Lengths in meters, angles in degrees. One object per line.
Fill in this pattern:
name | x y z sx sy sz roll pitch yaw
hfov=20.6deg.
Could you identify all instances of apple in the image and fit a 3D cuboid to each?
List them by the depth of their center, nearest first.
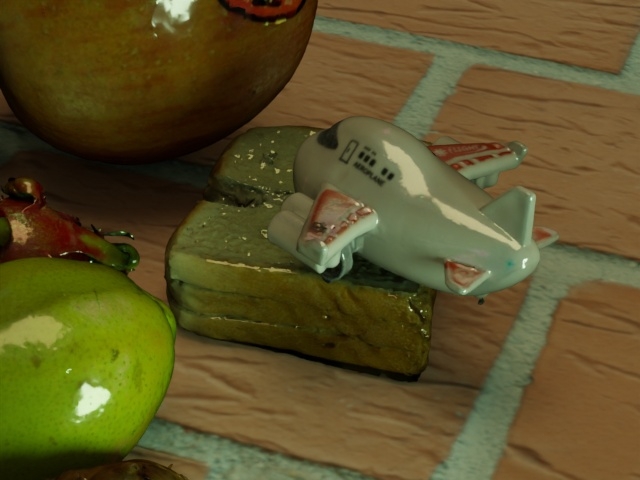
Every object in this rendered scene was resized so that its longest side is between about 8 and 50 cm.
apple | -0.195 -0.269 1.688 0.334 0.400 0.400 -15 36 -31

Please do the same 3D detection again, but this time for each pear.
pear | -0.200 0.096 1.315 0.220 0.187 0.187 -18 38 -31

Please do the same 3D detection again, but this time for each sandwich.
sandwich | 0.000 -0.001 1.582 0.249 0.095 0.273 9 33 10

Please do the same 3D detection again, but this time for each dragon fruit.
dragon fruit | -0.223 0.019 1.483 0.175 0.138 0.142 8 7 -15

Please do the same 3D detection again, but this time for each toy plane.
toy plane | 0.077 -0.029 1.442 0.252 0.118 0.252 1 31 -1

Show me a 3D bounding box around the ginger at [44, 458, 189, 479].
ginger | -0.149 0.244 1.158 0.133 0.107 0.309 27 30 -9
